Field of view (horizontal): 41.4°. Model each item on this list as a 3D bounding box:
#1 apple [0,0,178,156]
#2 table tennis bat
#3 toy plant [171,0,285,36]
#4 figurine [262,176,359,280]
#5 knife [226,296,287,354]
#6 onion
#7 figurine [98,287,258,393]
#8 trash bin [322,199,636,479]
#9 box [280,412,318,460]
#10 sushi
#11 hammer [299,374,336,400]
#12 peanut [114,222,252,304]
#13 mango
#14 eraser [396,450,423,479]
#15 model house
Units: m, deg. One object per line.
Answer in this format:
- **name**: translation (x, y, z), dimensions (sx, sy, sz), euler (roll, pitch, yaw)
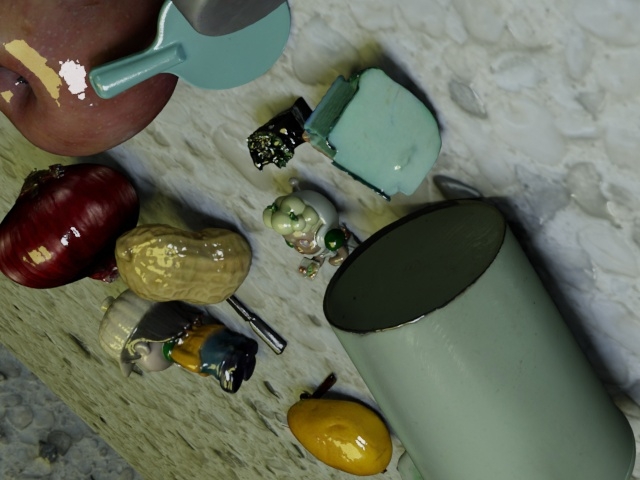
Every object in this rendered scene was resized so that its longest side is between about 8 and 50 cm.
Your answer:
- **apple**: translation (-0.326, -0.260, 1.078), dimensions (0.305, 0.235, 0.306), euler (27, 147, 19)
- **table tennis bat**: translation (-0.149, -0.225, 0.974), dimensions (0.153, 0.244, 0.040), euler (69, 175, -46)
- **toy plant**: translation (-0.166, -0.398, 0.791), dimensions (0.400, 0.185, 0.279), euler (54, 159, 5)
- **figurine**: translation (-0.001, 0.001, 1.225), dimensions (0.197, 0.093, 0.147), euler (51, 157, -22)
- **knife**: translation (-0.156, 0.136, 1.635), dimensions (0.230, 0.028, 0.060), euler (45, 161, -9)
- **onion**: translation (-0.425, -0.002, 1.492), dimensions (0.273, 0.273, 0.285), euler (-13, 120, 52)
- **figurine**: translation (-0.295, 0.192, 1.734), dimensions (0.332, 0.185, 0.205), euler (1, 102, 21)
- **trash bin**: translation (0.212, 0.189, 1.086), dimensions (0.280, 0.280, 0.432), euler (-4, 127, 48)
- **box**: translation (-0.001, 0.422, 1.801), dimensions (0.129, 0.051, 0.130), euler (49, 155, -22)
- **sushi**: translation (-0.056, -0.135, 1.112), dimensions (0.083, 0.085, 0.056), euler (-5, 128, 51)
- **hammer**: translation (0.006, 0.302, 1.689), dimensions (0.065, 0.021, 0.178), euler (35, 146, 3)
- **peanut**: translation (-0.236, 0.039, 1.440), dimensions (0.232, 0.110, 0.197), euler (5, 147, -27)
- **mango**: translation (0.036, 0.373, 1.650), dimensions (0.227, 0.109, 0.147), euler (22, 123, 22)
- **eraser**: translation (0.229, 0.420, 1.521), dimensions (0.174, 0.081, 0.227), euler (54, 155, 19)
- **model house**: translation (0.046, -0.133, 1.008), dimensions (0.148, 0.120, 0.148), euler (29, -178, -31)
